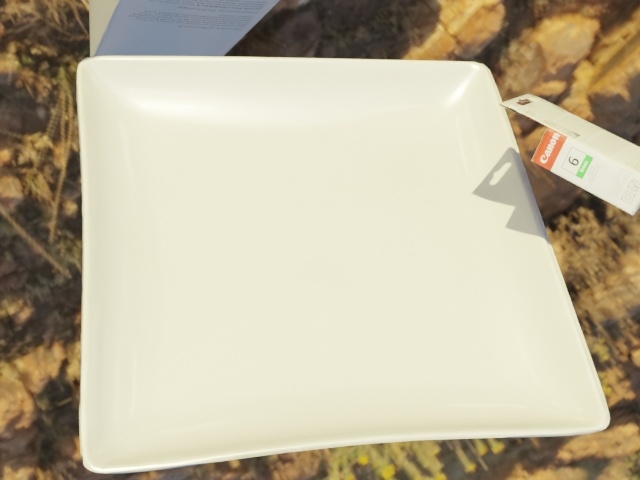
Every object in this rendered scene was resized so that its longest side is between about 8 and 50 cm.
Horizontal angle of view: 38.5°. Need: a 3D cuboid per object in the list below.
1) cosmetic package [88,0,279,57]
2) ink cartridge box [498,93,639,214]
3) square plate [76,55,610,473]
[{"bbox_3d":[-0.150,-0.307,0.949,0.155,0.196,0.365,0,179,-18],"label":"cosmetic package"},{"bbox_3d":[0.178,-0.062,0.633,0.063,0.115,0.029,-25,141,-55],"label":"ink cartridge box"},{"bbox_3d":[0.000,0.000,0.679,0.348,0.343,0.049,-2,146,-13],"label":"square plate"}]
